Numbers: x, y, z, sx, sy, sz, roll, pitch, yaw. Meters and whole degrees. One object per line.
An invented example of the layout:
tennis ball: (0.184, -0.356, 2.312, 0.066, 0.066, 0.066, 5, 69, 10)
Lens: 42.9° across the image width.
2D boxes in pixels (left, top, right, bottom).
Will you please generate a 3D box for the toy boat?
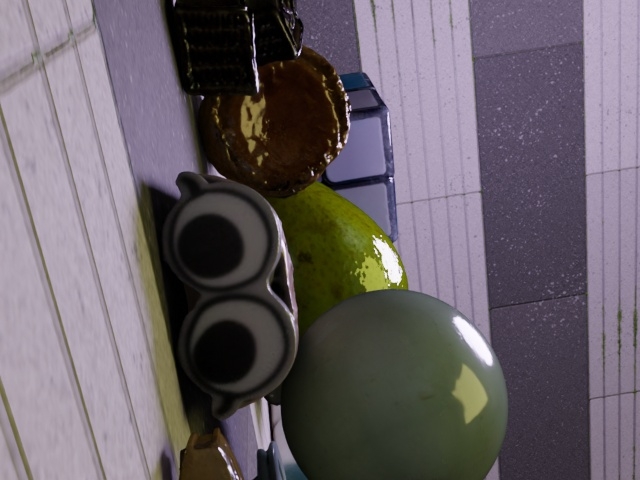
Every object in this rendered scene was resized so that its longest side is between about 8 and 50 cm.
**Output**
toy boat: (-0.053, 0.179, 0.449, 0.049, 0.047, 0.149, 87, -7, -74)

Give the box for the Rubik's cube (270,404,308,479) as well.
Rubik's cube: (0.081, 0.336, 1.457, 0.319, 0.321, 0.316, -99, -178, -47)

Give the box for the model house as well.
model house: (-0.085, -0.226, 0.840, 0.106, 0.165, 0.152, 159, -76, -71)

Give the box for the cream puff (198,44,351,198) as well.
cream puff: (-0.074, -0.145, 0.988, 0.169, 0.183, 0.183, -164, -117, -66)

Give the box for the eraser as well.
eraser: (-0.065, 0.038, 0.682, 0.290, 0.087, 0.171, 138, -58, -87)

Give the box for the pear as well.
pear: (0.001, -0.001, 1.044, 0.288, 0.139, 0.239, -21, 82, -52)

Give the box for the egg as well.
egg: (0.066, 0.145, 0.739, 0.283, 0.202, 0.203, 79, 2, -83)

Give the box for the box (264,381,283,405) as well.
box: (-0.034, 0.126, 1.189, 0.129, 0.148, 0.210, 165, -84, -79)

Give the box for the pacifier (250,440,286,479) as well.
pacifier: (-0.016, 0.256, 0.785, 0.150, 0.116, 0.127, -98, 175, -60)

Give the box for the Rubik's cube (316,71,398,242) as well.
Rubik's cube: (-0.010, -0.173, 1.811, 0.318, 0.316, 0.313, -100, -178, -64)
